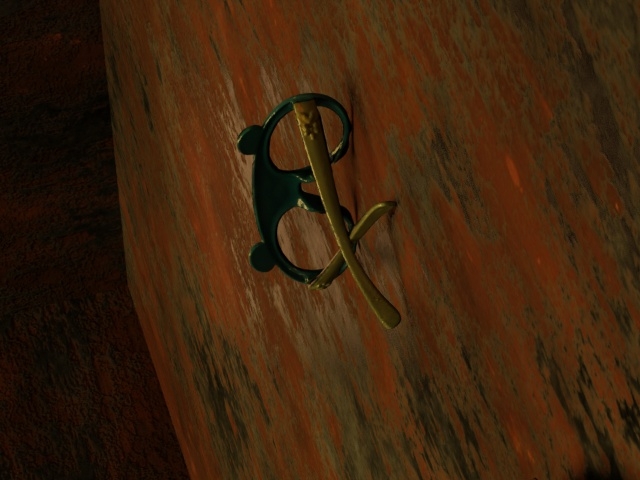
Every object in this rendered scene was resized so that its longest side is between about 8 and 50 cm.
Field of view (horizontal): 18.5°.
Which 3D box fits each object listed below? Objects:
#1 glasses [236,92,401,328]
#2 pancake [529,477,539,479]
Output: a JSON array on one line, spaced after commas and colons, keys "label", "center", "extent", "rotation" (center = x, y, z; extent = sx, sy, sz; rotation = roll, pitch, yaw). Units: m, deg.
[{"label": "glasses", "center": [0.027, -0.018, 1.934], "extent": [0.207, 0.102, 0.239], "rotation": [32, 141, 33]}, {"label": "pancake", "center": [0.208, 0.347, 1.424], "extent": [0.387, 0.082, 0.387], "rotation": [164, 90, -81]}]
